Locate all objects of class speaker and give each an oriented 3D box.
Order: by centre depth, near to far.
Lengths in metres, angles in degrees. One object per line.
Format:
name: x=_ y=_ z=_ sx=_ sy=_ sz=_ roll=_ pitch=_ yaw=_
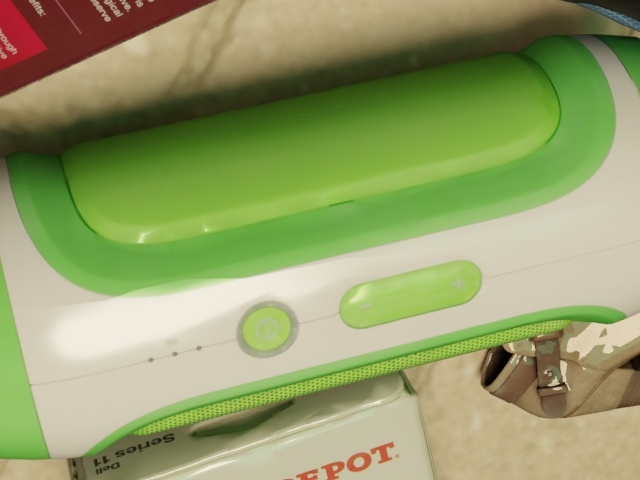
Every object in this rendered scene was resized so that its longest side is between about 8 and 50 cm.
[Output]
speaker: x=0.000 y=0.000 z=0.643 sx=0.296 sy=0.131 sz=0.131 roll=-13 pitch=117 yaw=-10

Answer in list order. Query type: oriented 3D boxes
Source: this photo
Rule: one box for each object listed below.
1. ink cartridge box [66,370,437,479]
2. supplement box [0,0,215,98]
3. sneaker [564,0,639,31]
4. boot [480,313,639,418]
ink cartridge box: x=-0.017 y=0.154 z=0.733 sx=0.153 sy=0.087 sz=0.208 roll=-17 pitch=119 yaw=-8
supplement box: x=-0.120 y=-0.120 z=0.531 sx=0.239 sy=0.073 sz=0.130 roll=-19 pitch=122 yaw=24
sneaker: x=0.072 y=-0.172 z=0.573 sx=0.330 sy=0.147 sz=0.130 roll=27 pitch=104 yaw=-24
boot: x=0.125 y=0.031 z=0.746 sx=0.087 sy=0.042 sz=0.118 roll=10 pitch=104 yaw=-12
